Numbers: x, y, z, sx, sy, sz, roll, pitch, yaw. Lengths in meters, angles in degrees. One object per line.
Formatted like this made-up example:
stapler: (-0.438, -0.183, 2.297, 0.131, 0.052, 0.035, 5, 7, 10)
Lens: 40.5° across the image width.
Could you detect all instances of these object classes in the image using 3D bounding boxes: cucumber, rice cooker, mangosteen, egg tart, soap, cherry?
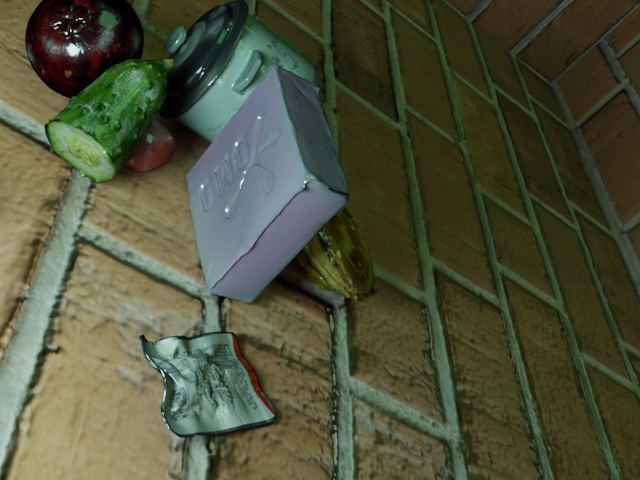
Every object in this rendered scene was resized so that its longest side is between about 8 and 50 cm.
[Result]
cucumber: (-0.315, -0.215, 1.387, 0.134, 0.134, 0.244, 41, 59, -9)
rice cooker: (-0.164, -0.300, 1.649, 0.316, 0.264, 0.316, 29, -7, 4)
mangosteen: (-0.396, -0.332, 1.471, 0.210, 0.210, 0.210, 31, 33, -23)
egg tart: (0.000, 0.000, 1.635, 0.297, 0.132, 0.297, 48, 22, -27)
soap: (-0.094, -0.090, 1.445, 0.107, 0.296, 0.285, 18, 38, -36)
cherry: (-0.303, -0.171, 1.483, 0.106, 0.087, 0.126, 53, 33, 2)

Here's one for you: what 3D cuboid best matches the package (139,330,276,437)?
package: (-0.167, 0.206, 1.256, 0.232, 0.040, 0.166, 7, 51, -58)
